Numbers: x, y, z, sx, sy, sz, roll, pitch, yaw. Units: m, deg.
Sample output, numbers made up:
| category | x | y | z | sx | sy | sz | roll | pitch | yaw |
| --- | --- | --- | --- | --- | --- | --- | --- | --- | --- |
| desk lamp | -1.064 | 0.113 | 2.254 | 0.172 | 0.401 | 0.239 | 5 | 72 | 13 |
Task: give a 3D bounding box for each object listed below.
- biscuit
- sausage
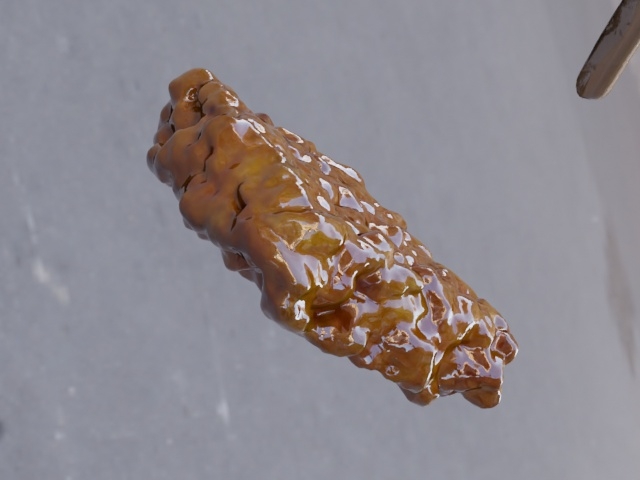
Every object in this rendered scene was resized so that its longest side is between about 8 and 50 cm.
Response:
| category | x | y | z | sx | sy | sz | roll | pitch | yaw |
| --- | --- | --- | --- | --- | --- | --- | --- | --- | --- |
| biscuit | 0.000 | 0.000 | 1.349 | 0.312 | 0.110 | 0.318 | 32 | 11 | -39 |
| sausage | 0.183 | -0.121 | 0.960 | 0.116 | 0.026 | 0.026 | 112 | -20 | -60 |
